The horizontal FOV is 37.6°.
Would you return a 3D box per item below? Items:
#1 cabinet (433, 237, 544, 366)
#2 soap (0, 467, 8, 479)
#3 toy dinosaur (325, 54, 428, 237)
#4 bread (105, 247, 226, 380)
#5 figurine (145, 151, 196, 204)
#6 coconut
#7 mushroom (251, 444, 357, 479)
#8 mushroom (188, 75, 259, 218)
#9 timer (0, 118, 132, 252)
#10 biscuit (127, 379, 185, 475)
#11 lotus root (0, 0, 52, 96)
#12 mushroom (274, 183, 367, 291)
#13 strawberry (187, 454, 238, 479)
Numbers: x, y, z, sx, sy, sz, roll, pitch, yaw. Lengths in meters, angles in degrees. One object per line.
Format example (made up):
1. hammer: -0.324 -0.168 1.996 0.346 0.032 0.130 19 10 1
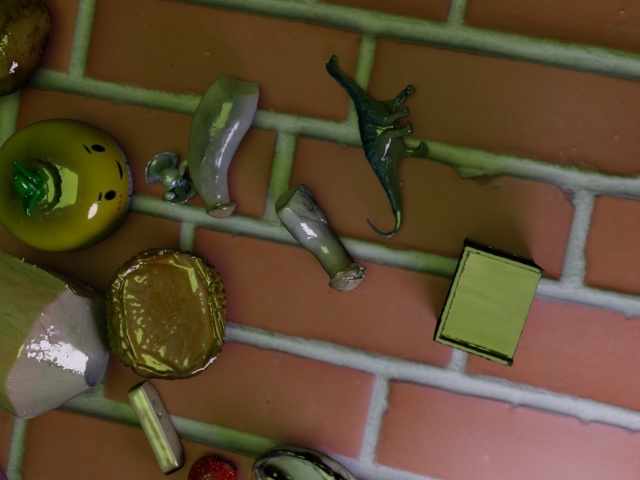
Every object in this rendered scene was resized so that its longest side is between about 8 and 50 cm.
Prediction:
1. cabinet: 0.299 0.104 1.669 0.148 0.215 0.174 19 96 6
2. soap: -0.755 0.556 1.918 0.233 0.128 0.359 -33 88 9
3. toy dinosaur: 0.121 -0.193 1.751 0.147 0.076 0.362 -18 89 30
4. bread: -0.291 0.139 1.785 0.227 0.142 0.253 -3 83 -6
5. figurine: -0.283 -0.120 1.817 0.094 0.082 0.086 -43 62 -4
6. coconut: -0.545 0.182 1.781 0.310 0.297 0.297 24 97 10
7. mushroom: -0.009 0.544 1.801 0.247 0.130 0.344 -26 88 26
8. mushroom: -0.196 -0.177 1.794 0.118 0.103 0.270 14 102 -5
9. timer: -0.506 -0.101 1.761 0.285 0.285 0.285 1 94 9
10. biscuit: -0.327 0.373 1.870 0.052 0.056 0.188 -26 88 11
11. lotus root: -0.616 -0.395 1.826 0.169 0.141 0.314 30 89 4
12. mushroom: 0.000 0.001 1.776 0.081 0.092 0.223 -36 95 -7
13. strawberry: -0.214 0.473 1.839 0.106 0.106 0.106 1 94 9
